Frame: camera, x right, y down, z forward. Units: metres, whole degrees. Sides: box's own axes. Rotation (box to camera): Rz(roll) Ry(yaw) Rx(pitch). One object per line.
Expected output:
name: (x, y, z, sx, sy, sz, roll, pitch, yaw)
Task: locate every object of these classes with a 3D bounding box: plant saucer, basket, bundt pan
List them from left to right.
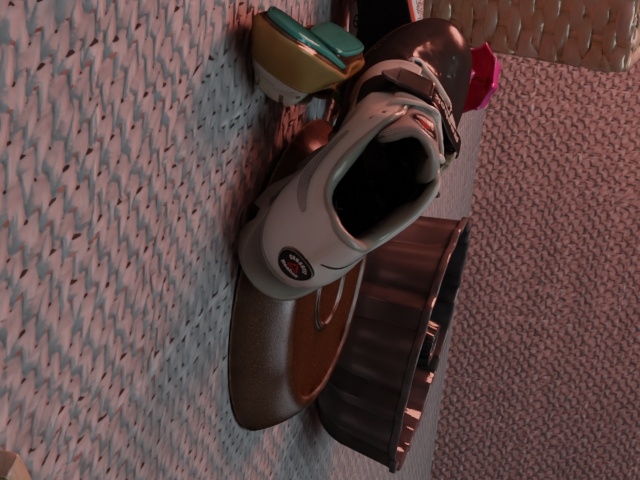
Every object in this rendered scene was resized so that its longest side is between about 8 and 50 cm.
plant saucer: (-0.009, 0.039, 1.181, 0.310, 0.050, 0.310, 14, 90, -74)
bundt pan: (0.085, 0.114, 1.512, 0.331, 0.124, 0.331, 15, 90, -78)
basket: (0.294, -0.404, 1.617, 0.266, 0.328, 0.331, -40, 140, -66)

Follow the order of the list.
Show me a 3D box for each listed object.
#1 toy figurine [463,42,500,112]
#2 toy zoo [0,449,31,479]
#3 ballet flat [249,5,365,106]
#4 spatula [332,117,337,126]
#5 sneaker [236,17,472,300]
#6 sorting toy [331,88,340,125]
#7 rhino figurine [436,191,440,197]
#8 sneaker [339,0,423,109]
toy figurine: (0.122, -0.195, 1.367, 0.173, 0.159, 0.130, -18, 118, -76)
toy zoo: (-0.195, 0.272, 0.587, 0.192, 0.030, 0.293, 86, 18, -51)
ballet flat: (-0.014, -0.140, 0.994, 0.073, 0.080, 0.232, -53, 172, 14)
spatula: (0.000, 0.000, 1.306, 0.242, 0.019, 0.168, 82, 20, -56)
sneaker: (0.072, -0.084, 1.049, 0.146, 0.122, 0.330, -20, -149, 54)
sorting toy: (0.029, -0.148, 1.305, 0.062, 0.012, 0.083, -57, 161, -21)
rhino figurine: (0.145, -0.144, 1.737, 0.243, 0.073, 0.106, 62, 44, -70)
sneaker: (0.077, -0.235, 1.255, 0.145, 0.090, 0.270, -58, 148, -57)
